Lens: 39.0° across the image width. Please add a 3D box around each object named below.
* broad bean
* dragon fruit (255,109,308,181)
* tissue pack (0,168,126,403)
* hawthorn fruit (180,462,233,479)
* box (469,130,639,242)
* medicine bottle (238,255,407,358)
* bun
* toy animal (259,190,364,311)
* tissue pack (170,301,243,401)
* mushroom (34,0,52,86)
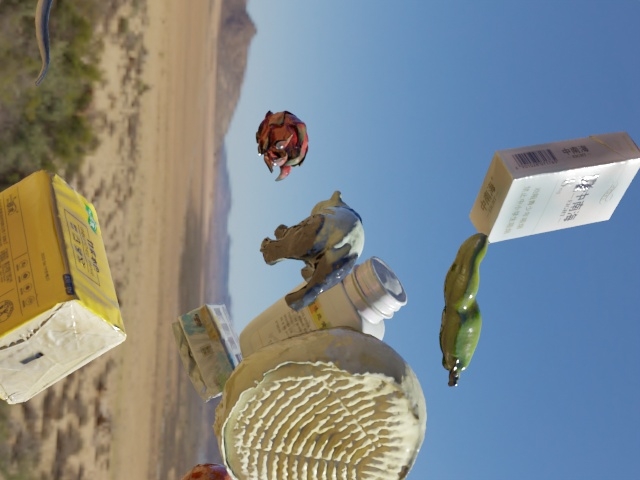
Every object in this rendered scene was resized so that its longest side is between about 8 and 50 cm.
[{"bbox_3d":[0.186,0.093,1.191,0.048,0.070,0.213,24,-66,38],"label":"broad bean"},{"bbox_3d":[-0.083,-0.209,1.919,0.121,0.130,0.142,-33,-111,44],"label":"dragon fruit"},{"bbox_3d":[-0.597,0.091,1.872,0.228,0.293,0.382,49,13,-51],"label":"tissue pack"},{"bbox_3d":[-0.217,0.477,1.695,0.128,0.128,0.128,-178,-90,-83],"label":"hawthorn fruit"},{"bbox_3d":[0.372,-0.084,1.433,0.155,0.243,0.067,105,-32,-49],"label":"box"},{"bbox_3d":[0.006,0.163,1.719,0.124,0.324,0.179,19,38,-55],"label":"medicine bottle"},{"bbox_3d":[-0.001,0.289,1.547,0.202,0.364,0.364,-98,-168,-59],"label":"bun"},{"bbox_3d":[0.000,0.000,1.153,0.094,0.121,0.225,53,12,-5],"label":"toy animal"},{"bbox_3d":[-0.289,0.292,2.359,0.159,0.145,0.229,10,56,-80],"label":"tissue pack"},{"bbox_3d":[-0.447,-0.417,1.561,0.043,0.068,0.306,15,-101,63],"label":"mushroom"}]
